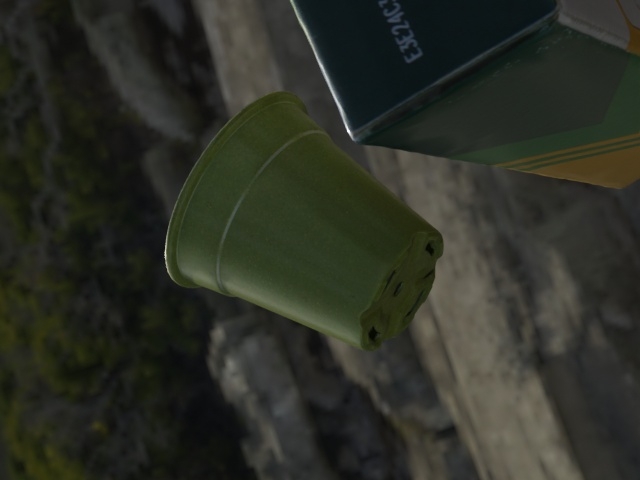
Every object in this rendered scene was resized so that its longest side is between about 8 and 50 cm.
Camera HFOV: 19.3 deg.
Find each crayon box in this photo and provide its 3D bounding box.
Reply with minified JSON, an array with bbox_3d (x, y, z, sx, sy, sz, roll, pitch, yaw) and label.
[{"bbox_3d":[0.070,-0.130,0.710,0.323,0.083,0.203,4,-121,-63],"label":"crayon box"}]

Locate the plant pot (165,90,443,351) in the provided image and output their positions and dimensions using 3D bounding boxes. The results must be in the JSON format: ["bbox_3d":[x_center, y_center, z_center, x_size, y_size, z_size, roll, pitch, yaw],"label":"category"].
[{"bbox_3d":[0.000,0.000,0.689,0.079,0.083,0.083,31,143,21],"label":"plant pot"}]
